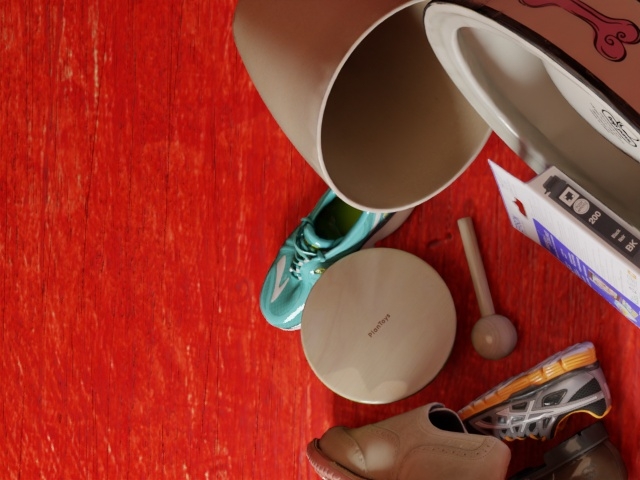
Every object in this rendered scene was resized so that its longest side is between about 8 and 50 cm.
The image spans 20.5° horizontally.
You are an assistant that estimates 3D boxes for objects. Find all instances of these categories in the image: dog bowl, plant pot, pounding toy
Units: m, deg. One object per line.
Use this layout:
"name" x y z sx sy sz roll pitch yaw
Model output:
"dog bowl" 0.296 -0.137 1.711 0.408 0.408 0.150 41 83 23
"plant pot" 0.025 -0.206 1.985 0.274 0.256 0.256 39 120 43
"pounding toy" 0.101 0.098 2.069 0.237 0.110 0.183 -21 73 8

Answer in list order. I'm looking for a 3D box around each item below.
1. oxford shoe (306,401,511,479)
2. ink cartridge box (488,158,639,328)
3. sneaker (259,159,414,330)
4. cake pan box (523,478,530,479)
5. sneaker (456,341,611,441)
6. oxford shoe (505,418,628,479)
"oxford shoe" 0.106 0.257 2.010 0.146 0.140 0.397 -55 22 -9
"ink cartridge box" 0.276 -0.002 1.853 0.208 0.206 0.045 40 84 22
"sneaker" 0.000 0.000 2.102 0.107 0.110 0.275 48 123 19
"cake pan box" 0.220 0.429 1.998 0.246 0.070 0.267 46 124 -1
"sneaker" 0.232 0.191 1.988 0.215 0.084 0.083 -31 89 37
"oxford shoe" 0.250 0.297 1.992 0.227 0.083 0.096 -39 80 35
